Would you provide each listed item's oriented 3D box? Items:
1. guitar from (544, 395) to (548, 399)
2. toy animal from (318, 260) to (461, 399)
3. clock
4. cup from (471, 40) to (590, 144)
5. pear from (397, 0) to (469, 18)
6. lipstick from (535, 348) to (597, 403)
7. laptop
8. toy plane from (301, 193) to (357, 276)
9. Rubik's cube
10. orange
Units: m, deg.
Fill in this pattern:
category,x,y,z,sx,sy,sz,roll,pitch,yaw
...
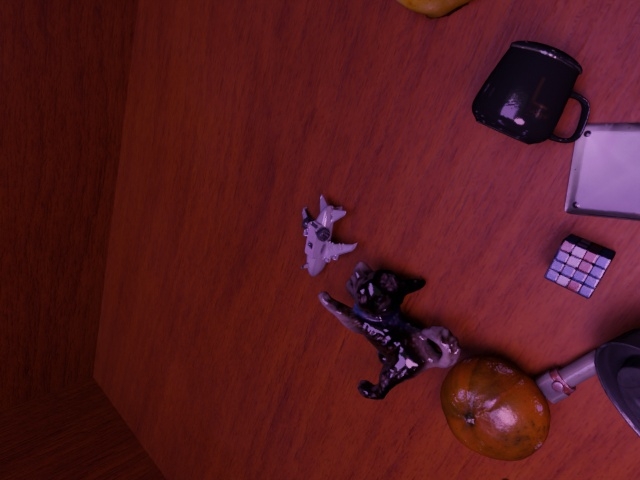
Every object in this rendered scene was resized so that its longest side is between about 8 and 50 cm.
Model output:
category,x,y,z,sx,sy,sz,roll,pitch,yaw
guitar,0.465,0.429,1.049,0.088,0.025,0.233,51,124,21
toy animal,0.190,0.206,1.130,0.302,0.194,0.345,-34,80,43
clock,0.629,0.300,0.736,0.066,0.319,0.319,-31,75,-5
cup,0.437,-0.287,0.867,0.223,0.169,0.177,24,108,1
pear,0.262,-0.696,0.895,0.340,0.191,0.387,44,122,24
lipstick,0.562,0.279,0.924,0.063,0.057,0.186,52,123,20
laptop,0.629,-0.129,0.818,0.269,0.015,0.188,11,104,38
toy plane,-0.004,0.000,1.297,0.251,0.101,0.256,39,121,41
Rubik's cube,0.532,0.050,0.880,0.092,0.092,0.092,31,116,30
orange,0.388,0.381,0.977,0.240,0.171,0.240,6,98,45
